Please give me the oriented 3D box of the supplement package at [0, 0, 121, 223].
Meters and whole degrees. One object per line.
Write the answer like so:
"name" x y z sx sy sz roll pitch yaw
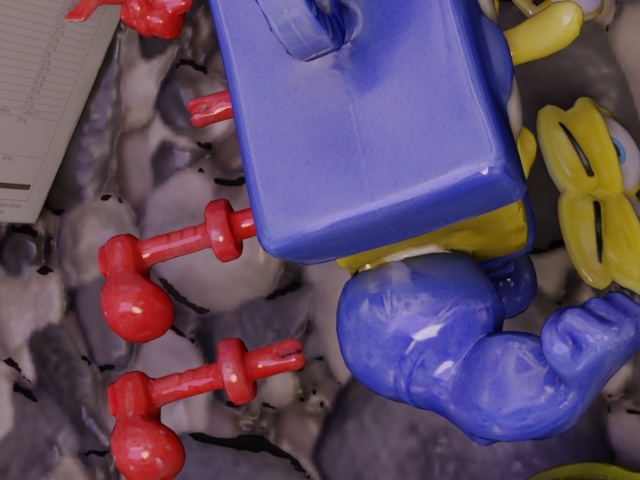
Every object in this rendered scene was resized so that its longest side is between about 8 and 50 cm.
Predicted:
"supplement package" -0.147 -0.145 0.666 0.133 0.139 0.244 28 100 24

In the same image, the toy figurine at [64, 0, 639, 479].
"toy figurine" 0.000 0.000 0.486 0.191 0.217 0.363 -14 67 9
